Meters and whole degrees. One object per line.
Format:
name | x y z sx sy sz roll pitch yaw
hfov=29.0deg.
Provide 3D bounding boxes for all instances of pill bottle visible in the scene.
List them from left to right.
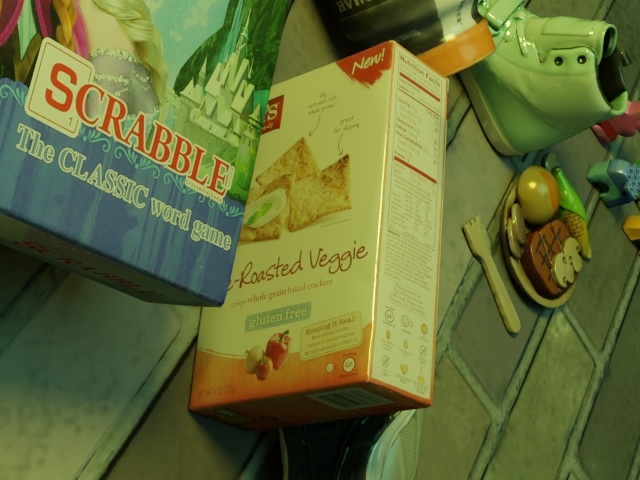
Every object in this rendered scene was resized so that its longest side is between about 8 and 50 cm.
pill bottle | 0.053 -0.243 0.970 0.130 0.130 0.245 -38 107 -48

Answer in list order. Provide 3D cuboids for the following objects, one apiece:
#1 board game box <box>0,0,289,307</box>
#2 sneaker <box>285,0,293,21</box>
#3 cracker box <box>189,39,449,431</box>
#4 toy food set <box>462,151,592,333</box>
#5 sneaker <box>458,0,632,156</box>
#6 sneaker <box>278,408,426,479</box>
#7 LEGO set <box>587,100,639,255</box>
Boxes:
board game box | -0.132 -0.158 0.625 0.319 0.066 0.317 28 68 -53
sneaker | -0.064 -0.175 0.811 0.097 0.084 0.234 28 68 -65
cracker box | 0.000 0.000 0.816 0.067 0.156 0.232 27 59 -41
toy food set | 0.211 -0.003 1.149 0.192 0.039 0.132 -37 107 -48
sneaker | 0.176 -0.202 1.084 0.256 0.151 0.094 57 45 -19
sneaker | 0.021 0.164 0.854 0.108 0.100 0.271 69 28 -49
LEGO set | 0.362 -0.047 1.294 0.227 0.093 0.087 50 46 -27
